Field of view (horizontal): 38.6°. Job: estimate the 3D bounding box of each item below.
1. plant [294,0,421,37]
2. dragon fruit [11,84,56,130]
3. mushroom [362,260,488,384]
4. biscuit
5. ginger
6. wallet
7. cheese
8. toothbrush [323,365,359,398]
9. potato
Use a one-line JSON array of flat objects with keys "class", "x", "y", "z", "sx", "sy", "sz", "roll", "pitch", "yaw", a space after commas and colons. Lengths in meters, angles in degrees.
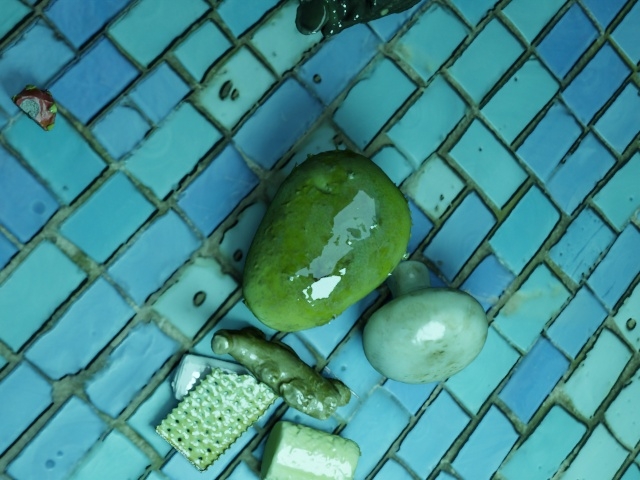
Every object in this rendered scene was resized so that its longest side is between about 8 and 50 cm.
[{"class": "plant", "x": 0.059, "y": -0.508, "z": 1.748, "sx": 0.276, "sy": 0.188, "sz": 0.199, "roll": -15, "pitch": 91, "yaw": -19}, {"class": "dragon fruit", "x": -0.496, "y": -0.240, "z": 1.613, "sx": 0.083, "sy": 0.056, "sz": 0.060, "roll": 44, "pitch": 76, "yaw": -10}, {"class": "mushroom", "x": 0.195, "y": 0.152, "z": 1.767, "sx": 0.243, "sy": 0.243, "sz": 0.243, "roll": 1, "pitch": 87, "yaw": -19}, {"class": "biscuit", "x": -0.191, "y": 0.316, "z": 1.676, "sx": 0.203, "sy": 0.016, "sz": 0.144, "roll": -46, "pitch": 109, "yaw": -4}, {"class": "ginger", "x": -0.072, "y": 0.240, "z": 1.689, "sx": 0.333, "sy": 0.166, "sz": 0.080, "roll": 32, "pitch": 101, "yaw": -20}, {"class": "wallet", "x": -0.183, "y": 0.273, "z": 1.704, "sx": 0.190, "sy": 0.033, "sz": 0.095, "roll": 15, "pitch": 81, "yaw": -18}, {"class": "cheese", "x": -0.019, "y": 0.414, "z": 1.722, "sx": 0.167, "sy": 0.094, "sz": 0.123, "roll": 17, "pitch": 91, "yaw": -13}, {"class": "toothbrush", "x": 0.042, "y": 0.280, "z": 1.793, "sx": 0.097, "sy": 0.006, "sz": 0.008, "roll": 43, "pitch": 76, "yaw": -12}, {"class": "potato", "x": 0.012, "y": 0.016, "z": 1.693, "sx": 0.269, "sy": 0.219, "sz": 0.359, "roll": 32, "pitch": 85, "yaw": -5}]
